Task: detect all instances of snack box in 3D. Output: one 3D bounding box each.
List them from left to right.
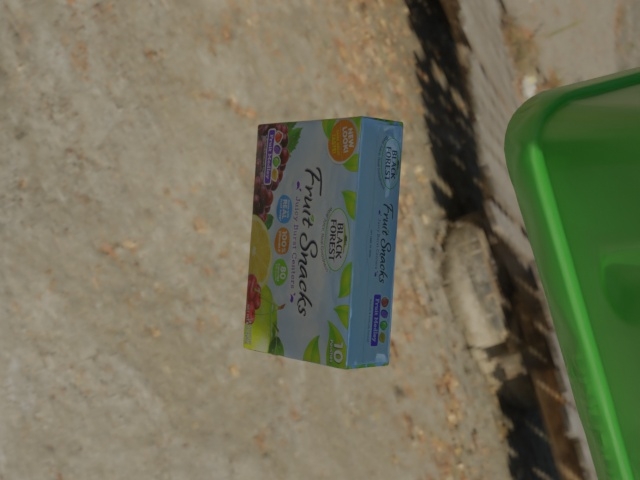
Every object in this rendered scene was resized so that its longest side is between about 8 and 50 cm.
[{"bbox_3d":[0.000,0.000,0.613,0.037,0.100,0.141,3,90,-41],"label":"snack box"}]

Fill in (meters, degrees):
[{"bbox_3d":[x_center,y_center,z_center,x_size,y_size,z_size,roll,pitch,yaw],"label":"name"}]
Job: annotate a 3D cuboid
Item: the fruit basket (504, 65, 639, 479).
[{"bbox_3d":[0.274,0.066,0.562,0.392,0.283,0.392,-15,90,-89],"label":"fruit basket"}]
